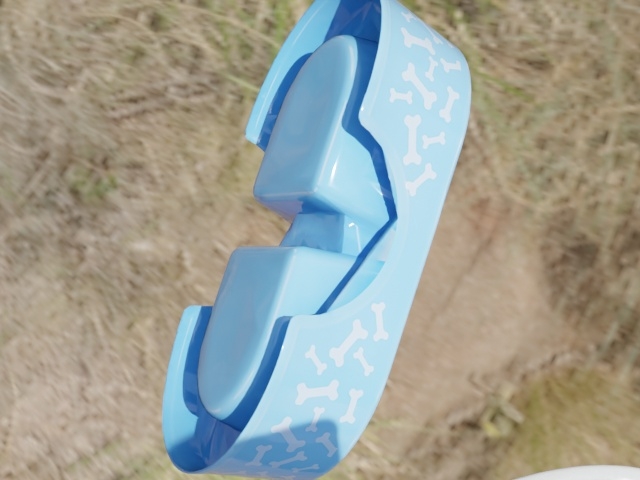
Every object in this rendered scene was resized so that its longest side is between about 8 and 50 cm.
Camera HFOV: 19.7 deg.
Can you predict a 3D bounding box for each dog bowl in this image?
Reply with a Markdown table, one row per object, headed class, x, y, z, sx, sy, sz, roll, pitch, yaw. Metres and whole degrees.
| class | x | y | z | sx | sy | sz | roll | pitch | yaw |
| --- | --- | --- | --- | --- | --- | --- | --- | --- | --- |
| dog bowl | 0.000 | 0.000 | 1.045 | 0.074 | 0.166 | 0.297 | 22 | 81 | -22 |

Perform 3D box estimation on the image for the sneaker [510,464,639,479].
| class | x | y | z | sx | sy | sz | roll | pitch | yaw |
| --- | --- | --- | --- | --- | --- | --- | --- | --- | --- |
| sneaker | 0.086 | 0.231 | 1.082 | 0.296 | 0.147 | 0.104 | -31 | 68 | 0 |
